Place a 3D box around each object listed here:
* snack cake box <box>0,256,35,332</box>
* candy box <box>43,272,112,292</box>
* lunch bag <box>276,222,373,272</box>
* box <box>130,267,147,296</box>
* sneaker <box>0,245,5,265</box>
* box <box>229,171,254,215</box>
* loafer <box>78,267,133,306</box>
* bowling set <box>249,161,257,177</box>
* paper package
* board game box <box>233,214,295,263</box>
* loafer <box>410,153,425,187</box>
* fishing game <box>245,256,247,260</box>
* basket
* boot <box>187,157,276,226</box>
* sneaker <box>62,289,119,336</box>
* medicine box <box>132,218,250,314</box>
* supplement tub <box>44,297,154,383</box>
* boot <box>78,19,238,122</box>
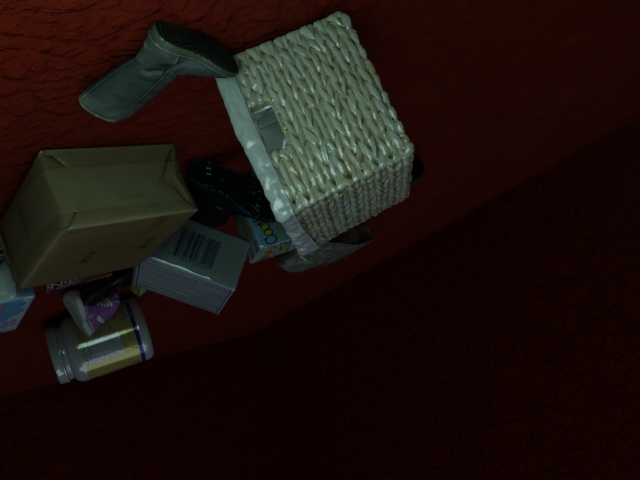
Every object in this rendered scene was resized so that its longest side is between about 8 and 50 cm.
[{"bbox_3d":[-0.783,0.120,1.659,0.089,0.152,0.264,-12,164,-38],"label":"snack cake box"},{"bbox_3d":[-0.680,0.084,1.905,0.187,0.053,0.109,-16,166,-27],"label":"candy box"},{"bbox_3d":[0.000,0.000,2.416,0.235,0.169,0.287,-31,169,36],"label":"lunch bag"},{"bbox_3d":[-0.523,0.090,2.071,0.105,0.043,0.179,-45,168,-35],"label":"box"},{"bbox_3d":[-0.829,0.041,1.451,0.279,0.107,0.118,-10,-179,-32],"label":"sneaker"},{"bbox_3d":[-0.161,-0.137,1.851,0.220,0.051,0.175,-30,165,33],"label":"box"},{"bbox_3d":[-0.633,0.111,2.056,0.220,0.078,0.080,-33,162,-33],"label":"loafer"},{"bbox_3d":[-0.012,-0.177,1.704,0.287,0.154,0.200,-25,167,14],"label":"bowling set"},{"bbox_3d":[-0.473,-0.051,1.438,0.309,0.168,0.325,-12,163,-42],"label":"paper package"},{"bbox_3d":[-0.079,-0.058,1.871,0.275,0.144,0.142,-18,168,-22],"label":"board game box"},{"bbox_3d":[0.155,-0.149,2.133,0.366,0.133,0.130,-21,167,-4],"label":"loafer"},{"bbox_3d":[-0.356,0.101,2.534,0.264,0.041,0.189,-30,168,30],"label":"fishing game"},{"bbox_3d":[-0.002,-0.189,1.294,0.266,0.328,0.331,-24,167,0],"label":"basket"},{"bbox_3d":[-0.218,-0.090,1.648,0.247,0.094,0.207,25,157,-4],"label":"boot"},{"bbox_3d":[-0.743,0.197,2.226,0.161,0.102,0.282,-41,167,-24],"label":"sneaker"},{"bbox_3d":[-0.359,0.066,1.865,0.264,0.149,0.289,21,156,-10],"label":"medicine box"},{"bbox_3d":[-0.788,0.361,2.433,0.331,0.241,0.241,-17,166,-19],"label":"supplement tub"},{"bbox_3d":[-0.266,-0.262,1.126,0.190,0.076,0.208,14,138,-45],"label":"boot"}]
